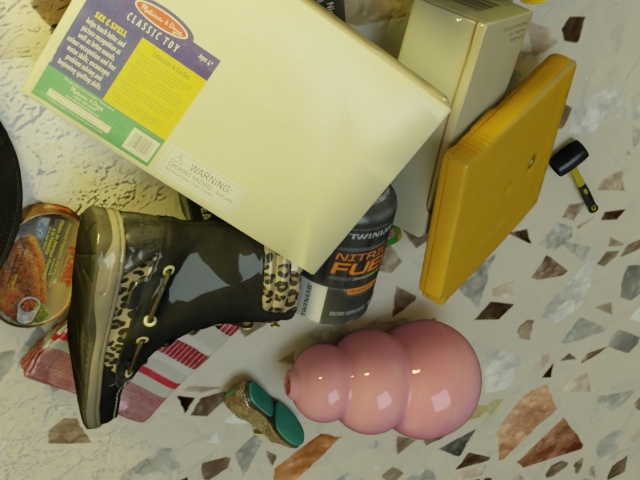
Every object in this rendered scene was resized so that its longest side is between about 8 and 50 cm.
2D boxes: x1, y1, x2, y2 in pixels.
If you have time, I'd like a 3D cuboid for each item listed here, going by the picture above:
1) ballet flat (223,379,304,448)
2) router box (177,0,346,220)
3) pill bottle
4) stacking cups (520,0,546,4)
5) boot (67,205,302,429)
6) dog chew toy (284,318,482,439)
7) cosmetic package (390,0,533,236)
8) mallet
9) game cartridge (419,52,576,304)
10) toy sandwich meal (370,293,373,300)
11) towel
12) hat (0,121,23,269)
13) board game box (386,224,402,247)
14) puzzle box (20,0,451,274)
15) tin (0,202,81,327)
[{"bbox_3d":[-0.101,0.304,1.522,0.067,0.073,0.206,-17,134,21],"label":"ballet flat"},{"bbox_3d":[-0.084,-0.172,1.145,0.243,0.081,0.308,-19,131,-15],"label":"router box"},{"bbox_3d":[0.028,-0.015,1.184,0.130,0.130,0.245,-7,131,-24],"label":"pill bottle"},{"bbox_3d":[0.214,-0.428,1.099,0.096,0.096,0.316,-46,133,10],"label":"stacking cups"},{"bbox_3d":[-0.189,0.104,1.184,0.284,0.138,0.377,-5,131,-25],"label":"boot"},{"bbox_3d":[0.102,0.237,1.489,0.332,0.206,0.206,2,123,-19],"label":"dog chew toy"},{"bbox_3d":[0.169,-0.178,1.212,0.160,0.113,0.309,-30,140,-49],"label":"cosmetic package"},{"bbox_3d":[0.458,-0.108,1.521,0.062,0.039,0.190,-43,137,12],"label":"mallet"},{"bbox_3d":[0.257,-0.088,1.295,0.324,0.053,0.285,-40,148,-36],"label":"game cartridge"},{"bbox_3d":[0.051,0.090,1.455,0.086,0.029,0.085,-12,125,-17],"label":"toy sandwich meal"},{"bbox_3d":[-0.247,0.129,1.294,0.329,0.037,0.237,-45,130,14],"label":"towel"},{"bbox_3d":[-0.473,-0.053,0.961,0.134,0.331,0.331,7,130,12],"label":"hat"},{"bbox_3d":[0.000,0.000,1.353,0.259,0.039,0.124,-22,132,-8],"label":"board game box"},{"bbox_3d":[-0.094,-0.167,0.994,0.409,0.052,0.272,33,115,-16],"label":"puzzle box"},{"bbox_3d":[-0.377,0.035,1.176,0.106,0.040,0.189,11,118,-29],"label":"tin"}]
